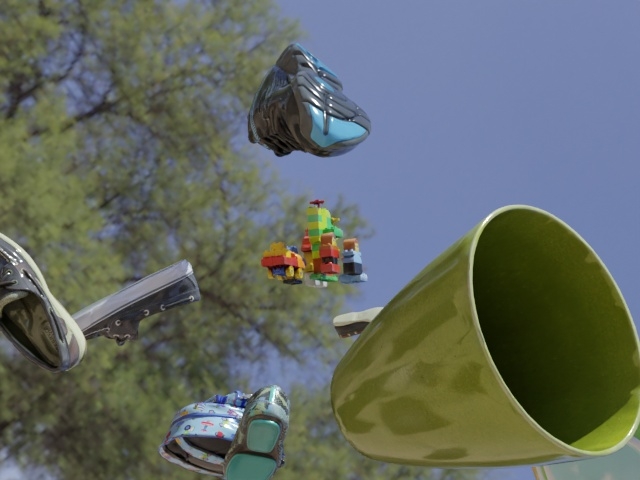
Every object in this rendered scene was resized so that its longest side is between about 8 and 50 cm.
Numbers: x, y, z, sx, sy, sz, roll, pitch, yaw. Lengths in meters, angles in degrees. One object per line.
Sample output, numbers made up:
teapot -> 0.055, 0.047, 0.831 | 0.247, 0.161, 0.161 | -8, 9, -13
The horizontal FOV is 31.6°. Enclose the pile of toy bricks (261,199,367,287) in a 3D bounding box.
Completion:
pile of toy bricks -> 0.000, 0.000, 1.476 | 0.118, 0.212, 0.105 | -7, -98, 19

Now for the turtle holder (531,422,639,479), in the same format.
turtle holder -> 0.369, 0.267, 1.529 | 0.320, 0.228, 0.243 | 10, -3, 7

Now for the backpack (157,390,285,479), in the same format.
backpack -> -0.157, 0.299, 1.743 | 0.173, 0.117, 0.158 | 19, -33, -27

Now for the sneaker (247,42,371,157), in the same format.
sneaker -> -0.025, -0.160, 1.539 | 0.125, 0.140, 0.341 | 37, 12, -16

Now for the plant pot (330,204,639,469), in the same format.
plant pot -> 0.157, 0.144, 1.261 | 0.293, 0.275, 0.275 | -31, -81, 42

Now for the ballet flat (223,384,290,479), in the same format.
ballet flat -> -0.072, 0.233, 1.347 | 0.070, 0.070, 0.188 | 42, -39, 13

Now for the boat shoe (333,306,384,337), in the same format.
boat shoe -> 0.091, 0.163, 2.241 | 0.133, 0.049, 0.042 | -12, -67, 21

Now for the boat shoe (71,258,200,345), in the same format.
boat shoe -> -0.274, 0.108, 1.605 | 0.076, 0.228, 0.080 | 64, -21, -6

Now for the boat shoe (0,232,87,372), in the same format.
boat shoe -> -0.372, 0.070, 1.374 | 0.223, 0.080, 0.073 | 50, 1, -2
